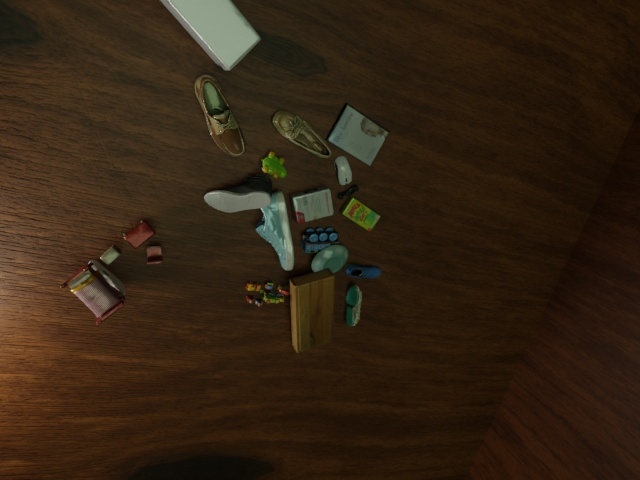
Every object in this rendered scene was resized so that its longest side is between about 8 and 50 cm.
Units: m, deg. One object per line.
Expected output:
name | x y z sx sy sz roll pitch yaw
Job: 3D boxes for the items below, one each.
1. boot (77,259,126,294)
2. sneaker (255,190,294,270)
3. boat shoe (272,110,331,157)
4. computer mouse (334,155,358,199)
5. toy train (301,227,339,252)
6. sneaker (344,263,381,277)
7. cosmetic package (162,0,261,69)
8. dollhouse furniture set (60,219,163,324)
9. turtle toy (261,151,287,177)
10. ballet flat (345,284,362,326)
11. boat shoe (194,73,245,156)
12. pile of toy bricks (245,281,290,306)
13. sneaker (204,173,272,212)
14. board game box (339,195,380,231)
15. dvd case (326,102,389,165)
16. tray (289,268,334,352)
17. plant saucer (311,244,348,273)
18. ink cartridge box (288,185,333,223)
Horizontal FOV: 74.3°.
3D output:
boot | -0.893 0.171 1.728 0.086 0.069 0.190 -37 109 3
sneaker | -0.209 -0.033 1.867 0.150 0.135 0.366 -11 105 -7
boat shoe | -0.070 -0.445 1.770 0.285 0.089 0.105 28 99 -26
computer mouse | 0.111 -0.288 1.922 0.106 0.042 0.193 -21 116 -10
toy train | 0.000 0.000 1.976 0.184 0.080 0.105 -3 120 -21
sneaker | 0.222 0.164 2.113 0.209 0.082 0.069 8 105 -24
cosmetic package | -0.426 -0.810 1.428 0.161 0.230 0.453 -44 117 1
dollhouse furniture set | -0.771 0.115 1.643 0.374 0.152 0.201 -42 109 -13
turtle toy | -0.195 -0.309 1.790 0.130 0.066 0.095 28 75 -29
ballet flat | 0.175 0.327 2.169 0.077 0.091 0.241 -18 124 -46
boat shoe | -0.388 -0.473 1.629 0.122 0.120 0.324 -29 116 -7
pile of toy bricks | -0.242 0.262 1.969 0.212 0.105 0.118 9 107 -22
sneaker | -0.332 -0.204 1.771 0.295 0.147 0.105 -2 133 13
board game box | 0.189 -0.126 2.011 0.181 0.043 0.092 31 98 -27
dvd case | 0.170 -0.469 1.886 0.253 0.022 0.180 25 100 -26
tray | -0.037 0.347 2.044 0.202 0.076 0.411 -14 124 -21
plant saucer | 0.054 0.106 2.018 0.194 0.037 0.195 -16 136 -16
ink cartridge box | -0.041 -0.161 1.898 0.175 0.072 0.128 -15 114 -14
